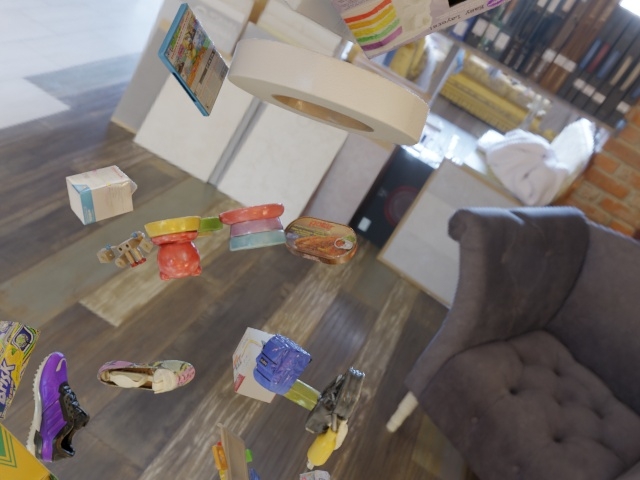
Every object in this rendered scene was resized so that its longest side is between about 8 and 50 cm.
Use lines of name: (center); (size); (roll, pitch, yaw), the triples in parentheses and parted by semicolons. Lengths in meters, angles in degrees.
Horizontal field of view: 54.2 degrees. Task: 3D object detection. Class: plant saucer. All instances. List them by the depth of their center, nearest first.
plant saucer: (-0.062, 0.411, 1.702); (0.240, 0.241, 0.037); (29, 70, 2)

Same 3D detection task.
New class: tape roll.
tape roll: (0.015, -0.275, 1.192); (0.391, 0.072, 0.392); (18, 4, -1)

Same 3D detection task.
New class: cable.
cable: (0.038, 0.243, 0.929); (0.072, 0.287, 0.140); (31, 55, 2)

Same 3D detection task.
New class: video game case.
video game case: (-0.226, -0.323, 1.133); (0.015, 0.166, 0.119); (6, 65, 24)

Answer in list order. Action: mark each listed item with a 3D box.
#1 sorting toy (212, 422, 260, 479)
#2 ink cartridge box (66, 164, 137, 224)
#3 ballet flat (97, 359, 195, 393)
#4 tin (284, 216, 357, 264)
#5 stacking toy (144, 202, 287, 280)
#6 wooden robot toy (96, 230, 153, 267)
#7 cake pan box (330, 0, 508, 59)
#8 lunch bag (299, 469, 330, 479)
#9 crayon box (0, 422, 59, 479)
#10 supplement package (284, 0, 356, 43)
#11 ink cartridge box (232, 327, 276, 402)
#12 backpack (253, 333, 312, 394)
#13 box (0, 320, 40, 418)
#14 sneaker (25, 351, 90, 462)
sorting toy: (-0.257, 0.644, 1.809); (0.047, 0.348, 0.196); (-20, 55, 3)
ink cartridge box: (-0.526, -0.114, 1.519); (0.143, 0.090, 0.092); (-20, 42, -33)
ballet flat: (-0.407, 0.320, 1.455); (0.221, 0.077, 0.079); (4, 11, -6)
tin: (0.000, 0.000, 1.525); (0.189, 0.040, 0.106); (15, 61, 24)
stacking toy: (-0.228, 0.005, 1.451); (0.308, 0.131, 0.279); (-9, 0, -5)
wooden robot toy: (-0.446, 0.015, 1.494); (0.076, 0.173, 0.079); (59, 31, -18)
cake pan box: (0.156, -0.385, 0.928); (0.245, 0.266, 0.070); (9, 63, -75)
lunch bag: (-0.014, 0.685, 1.750); (0.083, 0.053, 0.071); (-13, 36, 7)
crayon box: (-0.691, 0.506, 1.391); (0.322, 0.203, 0.083); (35, 52, 15)
supplement package: (0.012, -0.427, 1.055); (0.179, 0.105, 0.105); (6, 40, -54)
ink cartridge box: (-0.187, 0.380, 1.927); (0.127, 0.128, 0.176); (22, 21, -20)
backpack: (-0.102, 0.287, 1.448); (0.101, 0.120, 0.098); (33, -1, -44)
box: (-0.587, 0.237, 1.153); (0.054, 0.059, 0.169); (42, 54, -50)
sneaker: (-0.695, 0.454, 1.699); (0.146, 0.294, 0.102); (4, -7, 6)
